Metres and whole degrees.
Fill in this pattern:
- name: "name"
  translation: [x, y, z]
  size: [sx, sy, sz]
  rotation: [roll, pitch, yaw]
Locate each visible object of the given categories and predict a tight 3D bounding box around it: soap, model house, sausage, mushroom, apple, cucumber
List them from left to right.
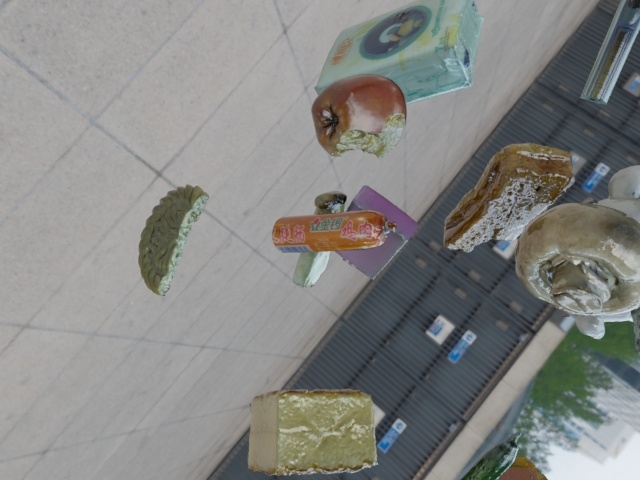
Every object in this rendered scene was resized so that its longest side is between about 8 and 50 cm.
- name: "mushroom"
  translation: [0.000, 0.000, 1.398]
  size: [0.100, 0.081, 0.312]
  rotation: [-20, 141, -39]
- name: "sausage"
  translation: [0.033, -0.020, 1.201]
  size: [0.093, 0.312, 0.093]
  rotation: [4, 84, -53]
- name: "apple"
  translation: [0.066, -0.226, 0.951]
  size: [0.158, 0.156, 0.147]
  rotation: [1, 86, -45]
- name: "soap"
  translation: [0.134, -0.017, 1.445]
  size: [0.081, 0.181, 0.259]
  rotation: [-51, 174, -32]
- name: "cucumber"
  translation: [0.366, 0.518, 1.170]
  size: [0.250, 0.056, 0.056]
  rotation: [-53, 165, 16]
- name: "model house"
  translation: [0.527, 0.688, 1.412]
  size: [0.136, 0.219, 0.208]
  rotation: [47, 44, -62]
- name: "mushroom"
  translation: [0.324, 0.031, 0.651]
  size: [0.127, 0.166, 0.166]
  rotation: [-57, 168, -23]

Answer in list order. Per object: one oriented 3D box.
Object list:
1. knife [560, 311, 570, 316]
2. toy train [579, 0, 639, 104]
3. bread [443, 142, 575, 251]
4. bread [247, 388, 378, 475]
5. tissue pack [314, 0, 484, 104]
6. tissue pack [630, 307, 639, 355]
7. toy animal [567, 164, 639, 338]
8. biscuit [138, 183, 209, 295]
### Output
- name: "knife"
  translation: [0.630, 0.091, 1.201]
  size: [0.245, 0.019, 0.072]
  rotation: [-40, -177, -19]
- name: "toy train"
  translation: [0.570, -0.390, 1.001]
  size: [0.048, 0.055, 0.252]
  rotation: [-5, 116, -63]
- name: "bread"
  translation: [0.435, -0.086, 1.256]
  size: [0.380, 0.185, 0.109]
  rotation: [113, -20, -59]
- name: "bread"
  translation: [-0.027, 0.499, 1.381]
  size: [0.279, 0.279, 0.207]
  rotation: [132, -39, -60]
- name: "tissue pack"
  translation: [0.206, -0.482, 1.372]
  size: [0.162, 0.388, 0.287]
  rotation: [50, 46, -38]
- name: "tissue pack"
  translation: [0.577, 0.077, 0.647]
  size: [0.316, 0.227, 0.103]
  rotation: [91, 4, -61]
- name: "toy animal"
  translation: [0.555, 0.013, 0.989]
  size: [0.325, 0.154, 0.208]
  rotation: [-61, -155, 15]
- name: "biscuit"
  translation: [-0.375, -0.017, 1.268]
  size: [0.036, 0.187, 0.274]
  rotation: [21, 92, -47]
